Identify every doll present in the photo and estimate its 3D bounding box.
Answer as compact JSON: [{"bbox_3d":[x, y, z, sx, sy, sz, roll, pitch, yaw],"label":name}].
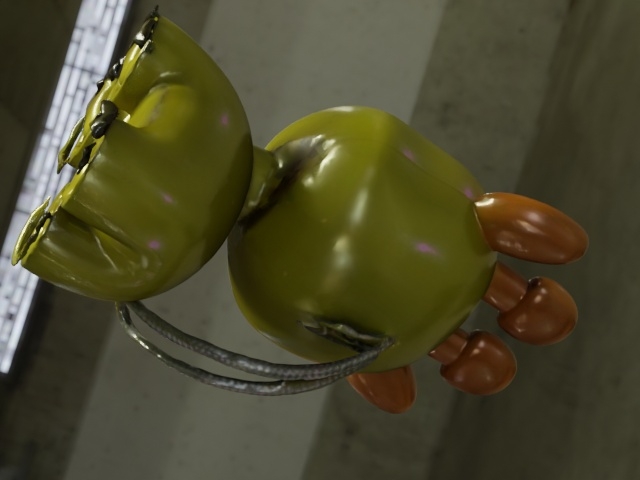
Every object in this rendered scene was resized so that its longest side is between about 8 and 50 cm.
[{"bbox_3d":[0.000,0.000,0.628,0.143,0.221,0.135,-46,23,39],"label":"doll"}]
